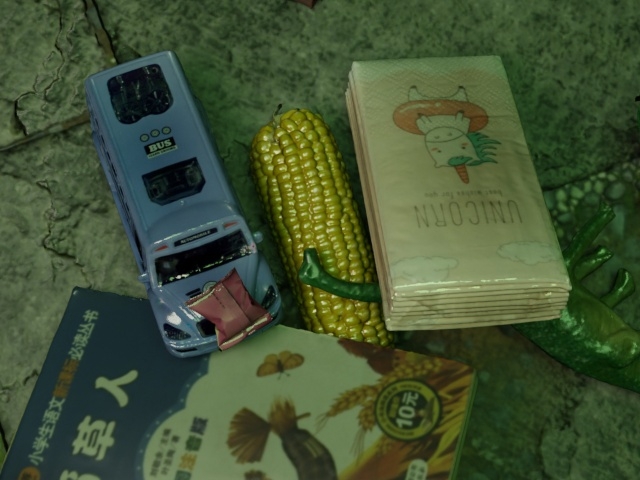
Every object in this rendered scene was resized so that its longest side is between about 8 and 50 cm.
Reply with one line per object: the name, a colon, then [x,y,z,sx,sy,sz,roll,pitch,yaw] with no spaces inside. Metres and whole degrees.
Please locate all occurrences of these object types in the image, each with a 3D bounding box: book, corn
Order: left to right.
book: [-0.089,0.216,1.309,0.427,0.039,0.300,10,65,14]
corn: [0.000,0.000,1.409,0.101,0.101,0.310,-16,83,-6]

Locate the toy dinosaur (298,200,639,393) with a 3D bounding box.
toy dinosaur: [0.216,0.110,1.386,0.301,0.087,0.447,-38,93,-22]

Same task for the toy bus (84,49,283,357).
toy bus: [-0.139,-0.038,1.357,0.125,0.133,0.292,-20,62,-7]

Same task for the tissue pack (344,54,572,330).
tissue pack: [0.126,-0.057,1.355,0.170,0.071,0.325,-1,45,-7]

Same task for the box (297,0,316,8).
box: [-0.051,-0.330,1.477,0.156,0.060,0.111,21,79,-1]

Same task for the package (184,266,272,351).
package: [-0.085,0.064,1.272,0.059,0.083,0.029,-34,45,-3]

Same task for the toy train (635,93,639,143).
toy train: [0.423,-0.076,1.373,0.145,0.266,0.202,-21,94,-6]
